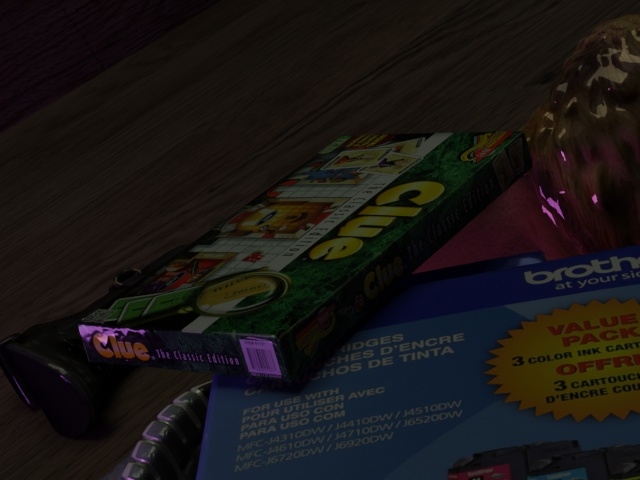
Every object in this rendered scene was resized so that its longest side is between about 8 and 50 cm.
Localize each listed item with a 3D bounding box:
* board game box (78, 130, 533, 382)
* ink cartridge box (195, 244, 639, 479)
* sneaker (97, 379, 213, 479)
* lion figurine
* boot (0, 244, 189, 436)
[{"bbox_3d":[0.000,0.000,0.864,0.136,0.030,0.259,4,27,35],"label":"board game box"},{"bbox_3d":[0.083,0.136,0.733,0.270,0.151,0.395,-10,24,6],"label":"ink cartridge box"},{"bbox_3d":[-0.144,0.179,1.138,0.132,0.086,0.228,-11,23,43],"label":"sneaker"},{"bbox_3d":[0.096,0.023,1.008,0.392,0.240,0.142,-22,18,11],"label":"lion figurine"},{"bbox_3d":[-0.183,0.074,1.467,0.229,0.091,0.263,-31,17,-18],"label":"boot"}]
